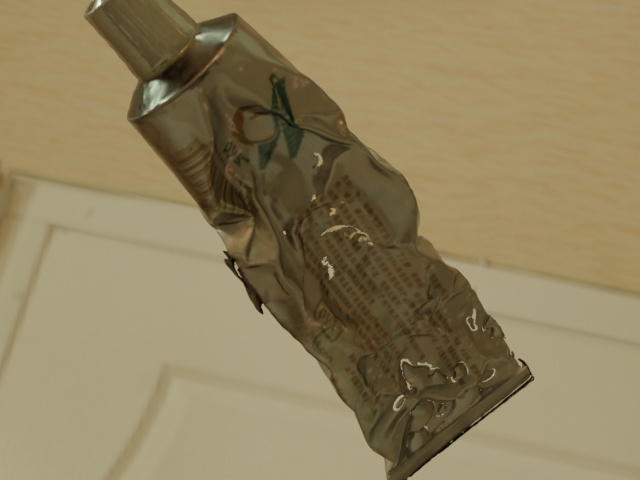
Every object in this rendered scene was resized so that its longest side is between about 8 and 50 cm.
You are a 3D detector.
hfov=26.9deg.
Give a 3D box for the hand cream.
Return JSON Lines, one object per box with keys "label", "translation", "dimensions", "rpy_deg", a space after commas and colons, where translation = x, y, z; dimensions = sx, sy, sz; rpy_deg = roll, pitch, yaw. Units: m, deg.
{"label": "hand cream", "translation": [0.002, 0.001, 0.499], "dimensions": [0.084, 0.050, 0.257], "rpy_deg": [-42, -57, -9]}
